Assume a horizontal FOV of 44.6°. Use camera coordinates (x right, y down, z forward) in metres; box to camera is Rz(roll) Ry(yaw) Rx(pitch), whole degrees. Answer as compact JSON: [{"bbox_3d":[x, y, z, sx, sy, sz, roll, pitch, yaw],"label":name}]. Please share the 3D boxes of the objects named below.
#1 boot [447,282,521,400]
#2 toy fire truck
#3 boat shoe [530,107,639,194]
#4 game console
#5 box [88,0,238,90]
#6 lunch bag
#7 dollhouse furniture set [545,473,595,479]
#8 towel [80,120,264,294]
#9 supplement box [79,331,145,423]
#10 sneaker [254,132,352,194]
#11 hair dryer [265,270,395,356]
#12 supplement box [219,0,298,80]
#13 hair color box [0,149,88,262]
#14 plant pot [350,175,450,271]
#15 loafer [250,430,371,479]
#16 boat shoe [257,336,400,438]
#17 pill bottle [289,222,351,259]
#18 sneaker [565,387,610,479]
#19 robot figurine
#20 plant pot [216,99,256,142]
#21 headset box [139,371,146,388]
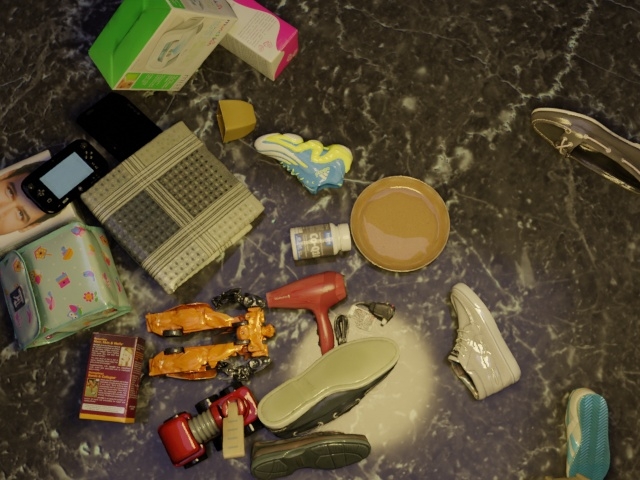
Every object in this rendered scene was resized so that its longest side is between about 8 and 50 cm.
[{"bbox_3d":[0.338,0.230,1.765,0.123,0.095,0.258,-27,79,-13],"label":"boot"},{"bbox_3d":[-0.230,0.406,1.647,0.217,0.246,0.158,-27,77,-6],"label":"toy fire truck"},{"bbox_3d":[0.654,-0.215,1.869,0.335,0.112,0.095,24,73,2],"label":"boat shoe"},{"bbox_3d":[-0.526,-0.187,1.829,0.213,0.044,0.361,42,57,0],"label":"game console"},{"bbox_3d":[-0.367,-0.481,1.822,0.262,0.231,0.126,-42,75,30],"label":"box"},{"bbox_3d":[-0.599,0.108,1.772,0.262,0.160,0.223,-22,80,6],"label":"lunch bag"},{"bbox_3d":[0.529,0.631,1.621,0.262,0.135,0.259,-5,89,0],"label":"dollhouse furniture set"},{"bbox_3d":[-0.337,-0.082,1.821,0.312,0.056,0.324,46,65,3],"label":"towel"},{"bbox_3d":[-0.457,0.304,1.724,0.104,0.081,0.188,5,76,3],"label":"supplement box"},{"bbox_3d":[-0.046,-0.181,1.873,0.240,0.091,0.126,8,77,1],"label":"sneaker"},{"bbox_3d":[0.008,0.180,1.789,0.294,0.080,0.223,28,78,7],"label":"hair dryer"},{"bbox_3d":[-0.173,-0.518,1.946,0.220,0.114,0.111,36,78,10],"label":"supplement box"},{"bbox_3d":[-0.764,-0.044,1.830,0.374,0.113,0.185,-25,77,-7],"label":"hair color box"},{"bbox_3d":[0.190,-0.038,1.867,0.236,0.032,0.236,0,76,1],"label":"plant pot"},{"bbox_3d":[-0.026,0.454,1.718,0.268,0.096,0.084,-10,37,-3],"label":"loafer"},{"bbox_3d":[0.030,0.334,1.719,0.340,0.113,0.127,-31,44,-14],"label":"boat shoe"},{"bbox_3d":[0.000,0.000,1.834,0.137,0.078,0.078,-8,76,-2],"label":"pill bottle"},{"bbox_3d":[0.585,0.439,1.723,0.087,0.092,0.228,5,96,-1],"label":"sneaker"},{"bbox_3d":[-0.245,0.222,1.777,0.291,0.085,0.211,-6,76,-1],"label":"robot figurine"},{"bbox_3d":[-0.204,-0.297,1.911,0.083,0.081,0.081,-12,76,-15],"label":"plant pot"},{"bbox_3d":[-0.444,0.315,1.781,0.083,0.032,0.062,31,78,9],"label":"headset box"}]
